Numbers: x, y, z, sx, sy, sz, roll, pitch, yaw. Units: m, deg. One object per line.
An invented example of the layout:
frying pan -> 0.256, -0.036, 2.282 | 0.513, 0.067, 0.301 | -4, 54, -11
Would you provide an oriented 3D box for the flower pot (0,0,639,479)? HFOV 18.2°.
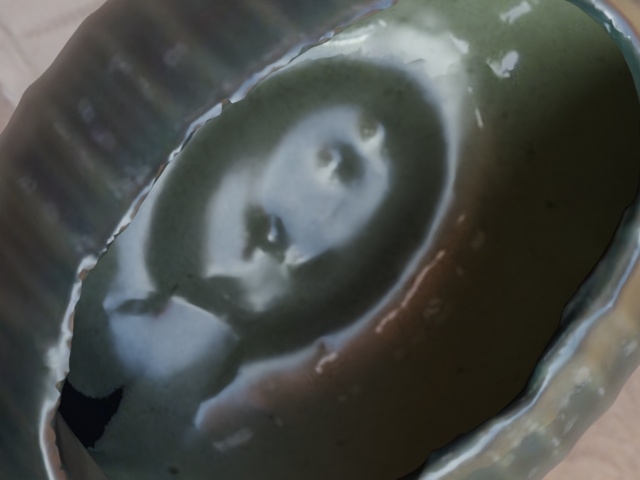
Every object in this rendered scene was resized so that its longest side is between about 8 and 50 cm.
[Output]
flower pot -> 0.000, 0.000, 0.591 | 0.243, 0.157, 0.189 | -40, 99, 3
